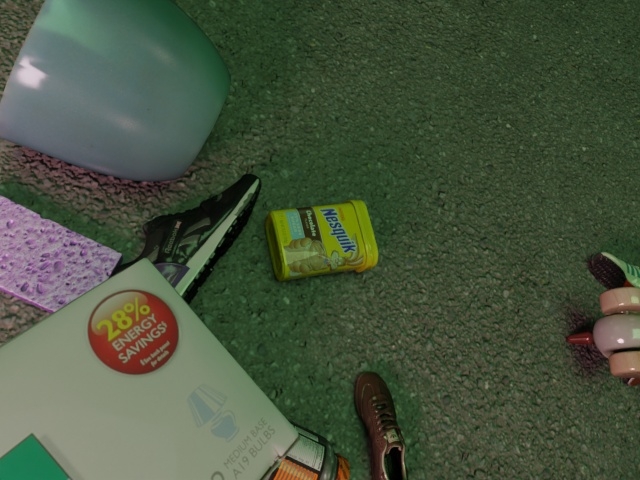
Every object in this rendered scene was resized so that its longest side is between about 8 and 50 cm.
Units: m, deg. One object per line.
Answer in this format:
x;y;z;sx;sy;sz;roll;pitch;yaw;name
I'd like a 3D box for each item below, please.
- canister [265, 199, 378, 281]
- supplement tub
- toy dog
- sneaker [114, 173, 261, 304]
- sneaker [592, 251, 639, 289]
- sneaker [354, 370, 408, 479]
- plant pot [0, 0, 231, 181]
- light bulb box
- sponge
0.000;0.000;0.866;0.169;0.073;0.126;-8;74;-22;canister
-0.063;0.308;0.705;0.190;0.117;0.117;30;63;-9;supplement tub
0.632;0.211;1.015;0.333;0.161;0.220;37;58;-22;toy dog
-0.202;-0.017;0.780;0.124;0.107;0.283;33;63;0;sneaker
0.661;0.073;1.111;0.161;0.057;0.075;40;46;-2;sneaker
0.106;0.299;0.798;0.066;0.071;0.189;-6;74;-23;sneaker
-0.274;-0.222;0.733;0.235;0.293;0.293;26;63;-26;plant pot
-0.268;0.258;0.461;0.225;0.361;0.358;48;46;1;light bulb box
-0.406;0.026;0.723;0.210;0.031;0.117;27;64;-10;sponge
